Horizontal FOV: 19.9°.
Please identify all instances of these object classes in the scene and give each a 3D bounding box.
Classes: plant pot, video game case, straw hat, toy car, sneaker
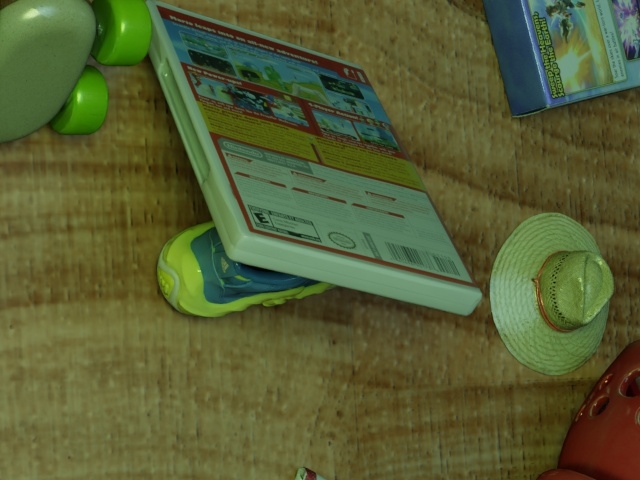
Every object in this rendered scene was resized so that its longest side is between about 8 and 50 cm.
[{"bbox_3d":[0.280,0.204,1.514,0.174,0.191,0.191,-46,109,-20],"label":"plant pot"},{"bbox_3d":[0.246,-0.264,1.621,0.244,0.061,0.269,-15,91,-30],"label":"video game case"},{"bbox_3d":[0.217,0.042,1.565,0.144,0.061,0.144,6,80,-34],"label":"straw hat"},{"bbox_3d":[-0.233,-0.177,1.282,0.155,0.149,0.188,-3,56,-38],"label":"toy car"},{"bbox_3d":[-0.013,-0.064,1.338,0.204,0.025,0.285,14,34,-31],"label":"video game case"},{"bbox_3d":[0.000,0.000,1.386,0.240,0.126,0.091,-24,97,-33],"label":"sneaker"}]

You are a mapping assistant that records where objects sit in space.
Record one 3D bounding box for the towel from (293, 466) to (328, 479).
[{"bbox_3d":[0.068,0.355,1.436,0.329,0.037,0.237,35,65,-25],"label":"towel"}]
